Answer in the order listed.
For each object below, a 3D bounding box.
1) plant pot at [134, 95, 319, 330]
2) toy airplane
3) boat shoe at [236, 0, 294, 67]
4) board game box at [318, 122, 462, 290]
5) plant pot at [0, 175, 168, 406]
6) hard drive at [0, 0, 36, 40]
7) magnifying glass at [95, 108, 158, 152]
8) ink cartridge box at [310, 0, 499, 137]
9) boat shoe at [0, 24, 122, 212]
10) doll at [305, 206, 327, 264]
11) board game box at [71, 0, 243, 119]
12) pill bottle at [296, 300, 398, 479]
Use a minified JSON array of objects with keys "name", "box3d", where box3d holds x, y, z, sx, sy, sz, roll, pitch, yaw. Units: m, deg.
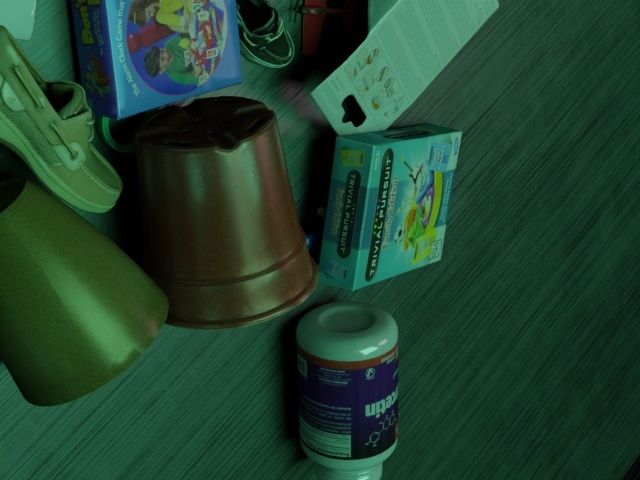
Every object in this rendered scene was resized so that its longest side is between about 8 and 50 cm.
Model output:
[{"name":"plant pot","box3d":[-0.148,-0.052,1.824,0.272,0.272,0.265,-30,126,-38]},{"name":"toy airplane","box3d":[0.010,-0.374,2.061,0.151,0.028,0.151,-21,119,-43]},{"name":"boat shoe","box3d":[-0.097,-0.328,1.924,0.219,0.070,0.078,38,77,-49]},{"name":"board game box","box3d":[0.128,-0.067,2.240,0.336,0.079,0.254,-16,118,-57]},{"name":"plant pot","box3d":[-0.369,0.050,1.674,0.237,0.237,0.254,-47,122,-25]},{"name":"hard drive","box3d":[-0.468,-0.352,1.467,0.318,0.040,0.210,-3,108,-48]},{"name":"magnifying glass","box3d":[-0.240,-0.160,1.867,0.231,0.026,0.092,18,91,-52]},{"name":"ink cartridge box","box3d":[0.128,-0.348,2.124,0.385,0.091,0.308,-47,157,-2]},{"name":"boat shoe","box3d":[-0.345,-0.149,1.638,0.110,0.121,0.341,-36,144,6]},{"name":"doll","box3d":[0.000,0.000,2.193,0.189,0.046,0.129,-29,127,-38]},{"name":"board game box","box3d":[-0.230,-0.365,1.733,0.233,0.078,0.347,-23,118,-42]},{"name":"pill bottle","box3d":[0.050,0.284,2.263,0.181,0.181,0.323,-25,123,-41]}]
